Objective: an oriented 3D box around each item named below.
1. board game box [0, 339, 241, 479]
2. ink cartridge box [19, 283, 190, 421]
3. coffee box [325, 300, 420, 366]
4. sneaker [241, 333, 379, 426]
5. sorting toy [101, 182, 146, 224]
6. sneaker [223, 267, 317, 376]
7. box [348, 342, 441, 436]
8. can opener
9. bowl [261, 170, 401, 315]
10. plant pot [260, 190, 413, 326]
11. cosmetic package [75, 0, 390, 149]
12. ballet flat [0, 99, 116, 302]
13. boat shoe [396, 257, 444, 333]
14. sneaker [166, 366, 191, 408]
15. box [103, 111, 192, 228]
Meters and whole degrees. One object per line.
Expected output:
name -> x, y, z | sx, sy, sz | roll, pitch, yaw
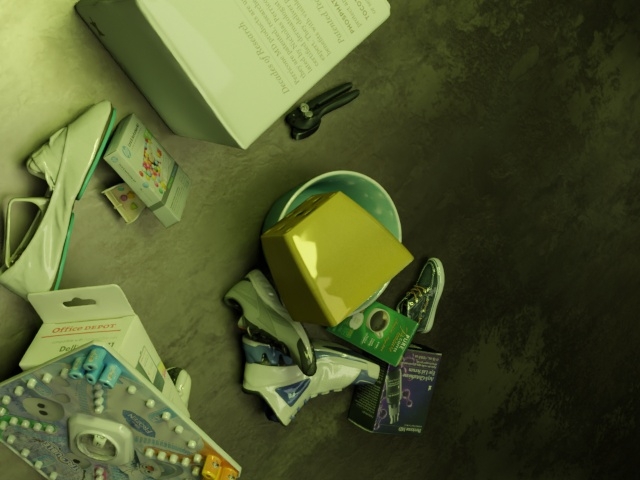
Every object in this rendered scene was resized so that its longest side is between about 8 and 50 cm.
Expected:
board game box -> -0.408, 0.376, 1.775 | 0.390, 0.390, 0.050 | 49, 33, -26
ink cartridge box -> -0.403, 0.254, 1.784 | 0.119, 0.207, 0.353 | -74, 151, -50
coffee box -> 0.117, 0.194, 2.169 | 0.113, 0.184, 0.040 | -63, 165, -6
sneaker -> -0.044, 0.311, 2.125 | 0.316, 0.127, 0.182 | 11, 97, -25
sorting toy -> -0.364, -0.084, 1.871 | 0.075, 0.045, 0.083 | -24, 118, 16
sneaker -> -0.098, 0.183, 1.999 | 0.108, 0.271, 0.100 | -32, 149, -16
box -> 0.173, 0.341, 2.260 | 0.153, 0.108, 0.207 | 10, 93, -33
can opener -> 0.004, -0.288, 2.080 | 0.186, 0.073, 0.059 | -39, 78, -23
bowl -> 0.000, 0.000, 2.059 | 0.312, 0.163, 0.311 | -6, 101, -30
plant pot -> 0.010, 0.023, 1.866 | 0.212, 0.212, 0.187 | -39, 103, -19
cosmetic package -> -0.162, -0.425, 1.783 | 0.394, 0.329, 0.327 | -45, 119, -16
ballet flat -> -0.493, -0.082, 1.774 | 0.139, 0.139, 0.400 | 18, 92, -32
boat shoe -> 0.232, 0.129, 2.281 | 0.083, 0.065, 0.183 | 6, 97, -33
sneaker -> -0.320, 0.399, 1.986 | 0.118, 0.110, 0.292 | 17, 93, -46
box -> -0.326, -0.134, 1.856 | 0.038, 0.145, 0.186 | -28, 119, 22
